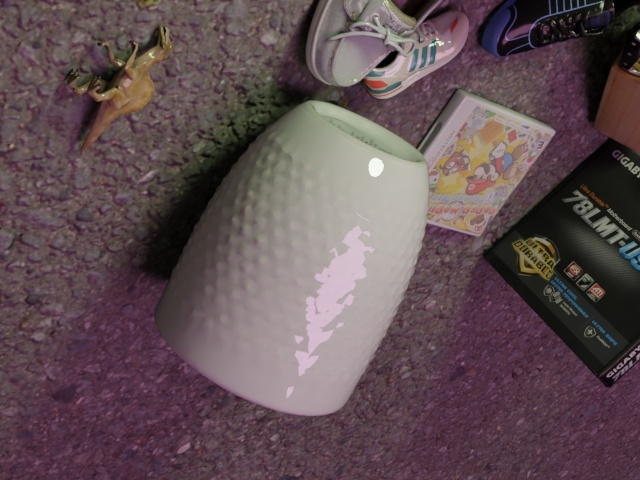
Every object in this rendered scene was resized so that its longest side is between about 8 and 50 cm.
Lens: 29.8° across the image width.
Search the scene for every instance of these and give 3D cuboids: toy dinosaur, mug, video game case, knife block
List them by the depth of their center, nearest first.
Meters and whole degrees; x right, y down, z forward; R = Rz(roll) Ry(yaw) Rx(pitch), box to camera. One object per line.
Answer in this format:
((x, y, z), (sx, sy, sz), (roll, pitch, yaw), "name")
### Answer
((-0.230, -0.162, 1.337), (0.183, 0.053, 0.093), (-50, 142, 13), "toy dinosaur")
((0.000, 0.000, 1.545), (0.328, 0.276, 0.374), (-63, 167, 16), "mug")
((0.459, -0.231, 1.714), (0.242, 0.088, 0.275), (-36, 154, -55), "knife block")
((0.220, -0.107, 1.773), (0.227, 0.026, 0.206), (13, 119, -45), "video game case")

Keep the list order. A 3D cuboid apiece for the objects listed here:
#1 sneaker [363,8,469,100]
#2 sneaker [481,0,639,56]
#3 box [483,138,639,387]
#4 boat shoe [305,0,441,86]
((0.119, -0.248, 1.529), (0.161, 0.057, 0.075), (-36, 147, 0), "sneaker")
((0.330, -0.305, 1.617), (0.232, 0.090, 0.081), (-32, 141, -9), "sneaker")
((0.455, 0.026, 1.878), (0.293, 0.295, 0.073), (-43, 143, 6), "box")
((0.107, -0.306, 1.426), (0.320, 0.103, 0.118), (-47, 141, 10), "boat shoe")
